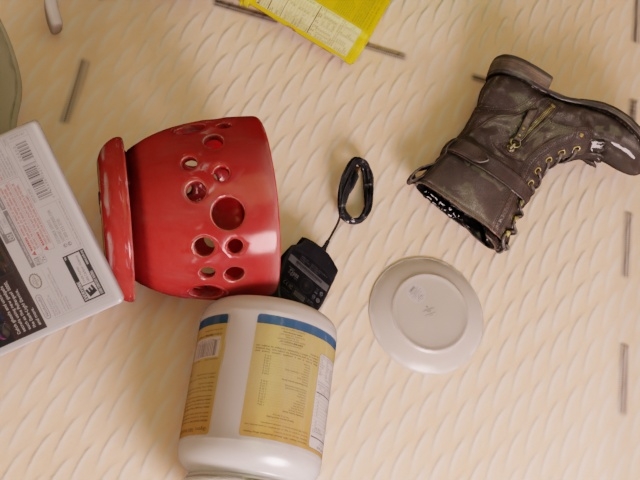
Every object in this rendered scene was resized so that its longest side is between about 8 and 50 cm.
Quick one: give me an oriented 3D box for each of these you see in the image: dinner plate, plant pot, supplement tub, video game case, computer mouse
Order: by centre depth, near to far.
[{"bbox_3d":[-0.304,0.007,0.981,0.173,0.022,0.190,-24,101,1],"label":"video game case"},{"bbox_3d":[-0.064,0.169,1.041,0.144,0.144,0.200,13,67,-11],"label":"supplement tub"},{"bbox_3d":[-0.140,-0.031,1.072,0.174,0.191,0.191,-3,71,-11],"label":"plant pot"},{"bbox_3d":[0.000,0.000,1.185,0.071,0.041,0.242,43,55,-20],"label":"computer mouse"},{"bbox_3d":[0.125,0.085,1.199,0.141,0.017,0.141,6,67,-14],"label":"dinner plate"}]

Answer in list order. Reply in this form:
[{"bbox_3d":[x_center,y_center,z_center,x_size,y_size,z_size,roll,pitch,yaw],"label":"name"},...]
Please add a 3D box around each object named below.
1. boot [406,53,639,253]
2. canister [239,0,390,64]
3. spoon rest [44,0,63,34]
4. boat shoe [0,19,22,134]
[{"bbox_3d":[0.259,-0.082,1.271,0.263,0.091,0.229,29,70,0],"label":"boot"},{"bbox_3d":[-0.005,-0.307,1.276,0.170,0.073,0.126,30,65,-5],"label":"canister"},{"bbox_3d":[-0.196,-0.326,1.204,0.276,0.137,0.084,-24,96,-15],"label":"spoon rest"},{"bbox_3d":[-0.377,-0.109,1.077,0.127,0.113,0.340,-3,75,-65],"label":"boat shoe"}]
